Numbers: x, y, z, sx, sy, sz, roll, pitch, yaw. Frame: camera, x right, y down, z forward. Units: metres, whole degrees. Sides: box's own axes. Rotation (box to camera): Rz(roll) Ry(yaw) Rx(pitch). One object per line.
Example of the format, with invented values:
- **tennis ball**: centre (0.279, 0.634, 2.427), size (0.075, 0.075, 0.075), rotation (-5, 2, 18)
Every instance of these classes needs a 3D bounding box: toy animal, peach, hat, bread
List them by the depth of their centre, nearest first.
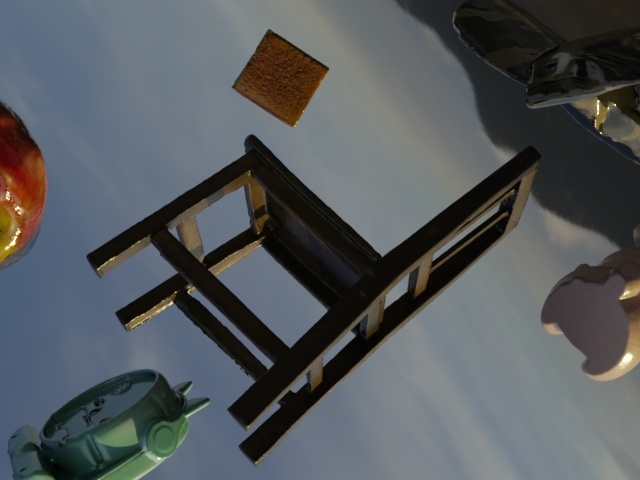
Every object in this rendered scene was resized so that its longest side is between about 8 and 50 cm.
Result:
- **toy animal**: centre (0.316, 0.055, 0.992), size (0.212, 0.124, 0.124), rotation (-20, -112, -41)
- **hat**: centre (0.354, -0.212, 1.210), size (0.366, 0.257, 0.381), rotation (23, -140, -43)
- **bread**: centre (-0.049, -0.202, 1.266), size (0.094, 0.090, 0.035), rotation (33, -175, -6)
- **peach**: centre (-0.525, -0.097, 1.360), size (0.338, 0.281, 0.281), rotation (38, -176, 27)

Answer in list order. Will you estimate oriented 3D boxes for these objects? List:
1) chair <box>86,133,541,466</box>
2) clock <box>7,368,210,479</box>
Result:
- **chair**: centre (0.000, 0.000, 1.094), size (0.240, 0.416, 0.203), rotation (43, 162, 19)
- **clock**: centre (-0.292, 0.262, 1.403), size (0.094, 0.274, 0.223), rotation (65, 162, -15)
